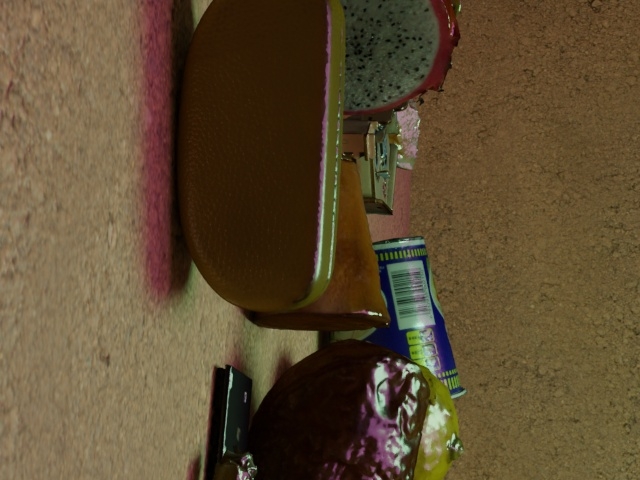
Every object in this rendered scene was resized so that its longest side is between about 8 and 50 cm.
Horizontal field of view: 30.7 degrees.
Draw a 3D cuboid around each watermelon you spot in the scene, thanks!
[{"bbox_3d":[0.105,-0.319,2.475,0.175,0.188,0.321,-1,101,-36],"label":"watermelon"}]

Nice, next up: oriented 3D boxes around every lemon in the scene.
[{"bbox_3d":[0.077,0.293,1.837,0.260,0.284,0.260,-37,149,-27],"label":"lemon"}]

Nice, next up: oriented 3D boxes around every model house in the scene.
[{"bbox_3d":[0.079,-0.151,2.173,0.326,0.169,0.244,-74,163,-62],"label":"model house"}]

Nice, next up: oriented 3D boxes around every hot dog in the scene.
[{"bbox_3d":[0.022,0.328,1.571,0.267,0.174,0.387,26,72,-37],"label":"hot dog"}]

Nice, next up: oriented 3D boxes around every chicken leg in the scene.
[{"bbox_3d":[-0.108,0.340,1.315,0.103,0.088,0.227,41,52,-60],"label":"chicken leg"}]

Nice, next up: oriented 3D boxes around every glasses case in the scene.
[{"bbox_3d":[-0.064,-0.108,1.292,0.141,0.173,0.371,0,93,-80],"label":"glasses case"}]

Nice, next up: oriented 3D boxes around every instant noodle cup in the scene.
[{"bbox_3d":[0.123,0.157,2.237,0.284,0.284,0.312,5,78,-80],"label":"instant noodle cup"}]

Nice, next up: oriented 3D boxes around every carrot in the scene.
[{"bbox_3d":[0.000,0.000,1.663,0.196,0.196,0.254,57,30,-73],"label":"carrot"}]

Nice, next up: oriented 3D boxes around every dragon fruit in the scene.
[{"bbox_3d":[0.055,-0.349,1.711,0.305,0.306,0.225,80,8,-48],"label":"dragon fruit"}]

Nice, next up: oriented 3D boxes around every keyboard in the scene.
[{"bbox_3d":[-0.118,0.316,1.431,0.106,0.027,0.317,57,34,-67],"label":"keyboard"}]
